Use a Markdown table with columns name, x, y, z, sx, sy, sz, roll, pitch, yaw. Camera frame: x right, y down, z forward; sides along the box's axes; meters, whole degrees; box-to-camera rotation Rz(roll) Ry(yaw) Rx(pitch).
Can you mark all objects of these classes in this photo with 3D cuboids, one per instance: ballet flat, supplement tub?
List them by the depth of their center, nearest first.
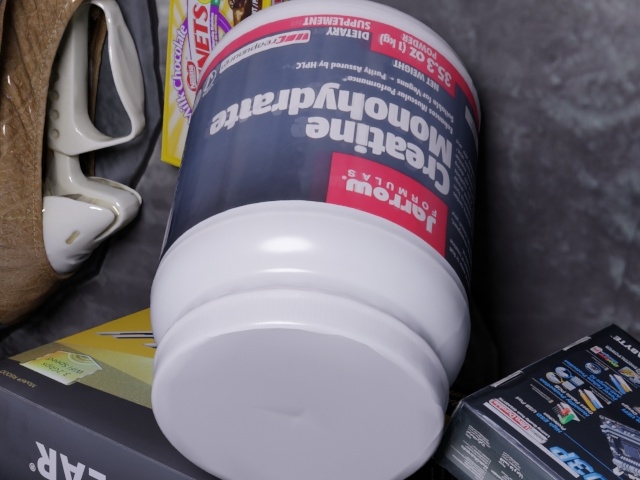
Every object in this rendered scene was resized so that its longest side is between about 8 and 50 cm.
| name | x | y | z | sx | sy | sz | roll | pitch | yaw |
| --- | --- | --- | --- | --- | --- | --- | --- | --- | --- |
| supplement tub | 0.000 | 0.000 | 1.030 | 0.191 | 0.272 | 0.191 | 4 | 138 | 4 |
| ballet flat | -0.201 | -0.080 | 1.337 | 0.124 | 0.116 | 0.342 | 13 | 108 | 17 |

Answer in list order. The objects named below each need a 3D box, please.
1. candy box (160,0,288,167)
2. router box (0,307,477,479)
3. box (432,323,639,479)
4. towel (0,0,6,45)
| name | x | y | z | sx | sy | sz | roll | pitch | yaw |
| --- | --- | --- | --- | --- | --- | --- | --- | --- | --- |
| candy box | -0.071 | -0.144 | 1.241 | 0.105 | 0.027 | 0.206 | 22 | 116 | 39 |
| router box | -0.055 | 0.138 | 1.165 | 0.308 | 0.243 | 0.081 | 18 | 115 | 36 |
| box | 0.203 | 0.150 | 0.986 | 0.220 | 0.175 | 0.051 | 38 | 126 | 26 |
| towel | -0.323 | -0.107 | 1.392 | 0.271 | 0.040 | 0.370 | -124 | 41 | -50 |
